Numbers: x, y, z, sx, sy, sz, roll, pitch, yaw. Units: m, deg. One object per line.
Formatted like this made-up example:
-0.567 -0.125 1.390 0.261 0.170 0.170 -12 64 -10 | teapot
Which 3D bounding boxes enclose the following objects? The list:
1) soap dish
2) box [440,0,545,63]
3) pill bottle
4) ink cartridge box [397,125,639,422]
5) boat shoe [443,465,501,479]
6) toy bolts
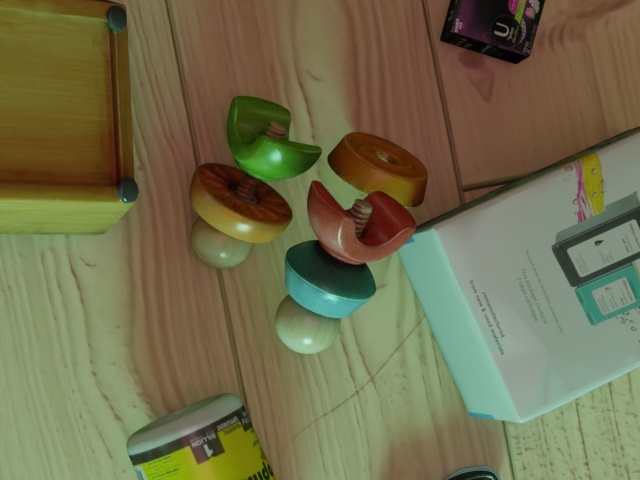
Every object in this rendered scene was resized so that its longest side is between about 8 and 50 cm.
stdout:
-0.290 -0.121 1.687 0.291 0.118 0.229 0 86 -48 | soap dish
0.168 -0.216 1.864 0.083 0.052 0.062 17 84 -7 | box
-0.089 0.259 1.771 0.117 0.117 0.215 -24 92 -9 | pill bottle
0.242 0.026 1.793 0.270 0.198 0.197 -24 91 -10 | ink cartridge box
0.114 0.261 1.841 0.142 0.040 0.049 -25 91 -9 | boat shoe
0.000 0.000 1.773 0.218 0.228 0.158 12 116 -32 | toy bolts
